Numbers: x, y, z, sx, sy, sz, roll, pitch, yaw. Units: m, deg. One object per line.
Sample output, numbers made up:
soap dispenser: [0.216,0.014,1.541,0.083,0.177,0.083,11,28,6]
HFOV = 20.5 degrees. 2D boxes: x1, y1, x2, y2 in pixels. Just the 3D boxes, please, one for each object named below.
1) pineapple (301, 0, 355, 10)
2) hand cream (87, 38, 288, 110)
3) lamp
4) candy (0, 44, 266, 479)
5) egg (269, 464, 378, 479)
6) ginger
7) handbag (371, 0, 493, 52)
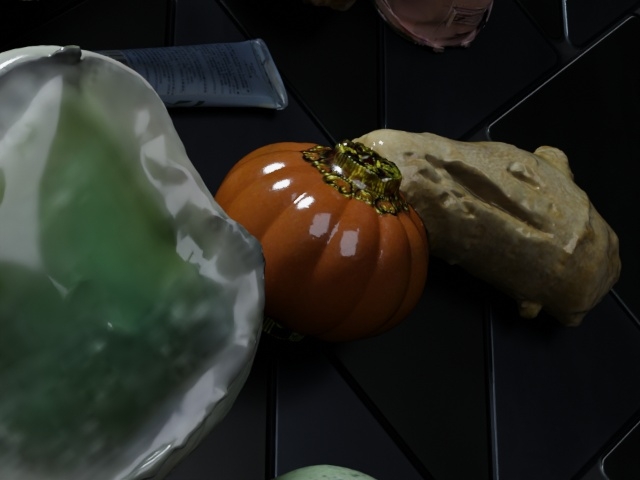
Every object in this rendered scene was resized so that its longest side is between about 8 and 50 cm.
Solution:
pineapple: [-0.088,-0.392,1.877,0.361,0.175,0.175,32,54,-1]
hand cream: [-0.149,-0.165,1.785,0.256,0.055,0.088,-7,62,-34]
lamp: [0.000,0.000,1.695,0.223,0.196,0.223,28,19,-11]
candy: [-0.247,0.066,1.508,0.386,0.186,0.427,50,60,-23]
egg: [0.001,0.273,1.596,0.182,0.141,0.141,12,61,-12]
ginger: [0.169,-0.030,1.850,0.354,0.126,0.190,18,79,-23]
handbag: [0.141,-0.331,1.991,0.179,0.116,0.205,22,57,-19]
